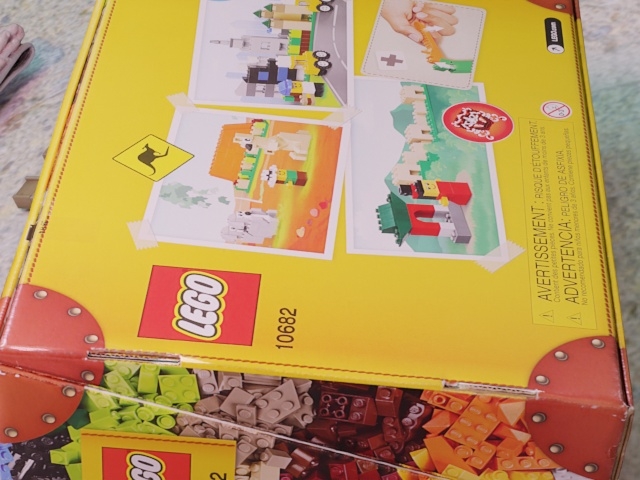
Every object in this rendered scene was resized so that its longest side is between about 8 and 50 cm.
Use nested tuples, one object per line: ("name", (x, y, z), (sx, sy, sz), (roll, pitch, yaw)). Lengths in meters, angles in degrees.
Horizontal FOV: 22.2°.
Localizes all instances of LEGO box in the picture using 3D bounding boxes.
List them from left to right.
("LEGO box", (0.000, 0.000, 1.155), (0.373, 0.193, 0.500), (5, 38, 1))

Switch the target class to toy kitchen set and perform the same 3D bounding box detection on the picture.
("toy kitchen set", (-0.270, -0.079, 1.652), (0.083, 0.075, 0.068), (2, 42, 29))

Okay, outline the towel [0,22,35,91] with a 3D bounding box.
("towel", (-0.516, -0.116, 1.854), (0.317, 0.053, 0.332), (-10, 33, 32))
